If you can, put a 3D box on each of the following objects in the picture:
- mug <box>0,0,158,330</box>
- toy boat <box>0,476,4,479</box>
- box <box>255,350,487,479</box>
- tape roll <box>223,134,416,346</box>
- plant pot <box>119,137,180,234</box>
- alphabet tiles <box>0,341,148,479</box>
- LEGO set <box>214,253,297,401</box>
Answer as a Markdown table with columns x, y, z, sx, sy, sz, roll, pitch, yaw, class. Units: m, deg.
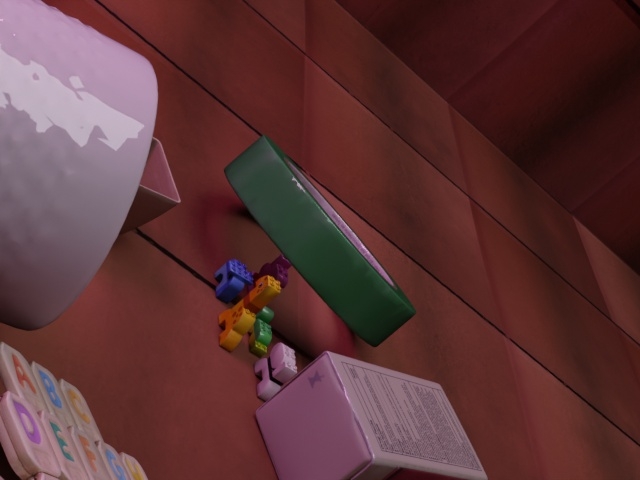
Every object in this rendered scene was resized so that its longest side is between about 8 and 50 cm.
| x | y | z | sx | sy | sz | roll | pitch | yaw | class |
| --- | --- | --- | --- | --- | --- | --- | --- | --- | --- |
| -0.349 | -0.142 | 0.999 | 0.328 | 0.276 | 0.374 | 25 | 45 | -30 | mug |
| -0.297 | 0.239 | 0.705 | 0.318 | 0.148 | 0.267 | 36 | 29 | -45 | toy boat |
| 0.061 | 0.241 | 1.331 | 0.232 | 0.127 | 0.148 | 22 | 34 | -46 | box |
| 0.000 | 0.000 | 1.555 | 0.321 | 0.077 | 0.321 | 49 | 5 | -5 | tape roll |
| -0.244 | -0.069 | 1.325 | 0.109 | 0.096 | 0.109 | 25 | 33 | -44 | plant pot |
| -0.176 | 0.215 | 0.930 | 0.278 | 0.021 | 0.284 | 59 | 0 | 25 | alphabet tiles |
| -0.071 | 0.076 | 1.405 | 0.087 | 0.093 | 0.227 | 34 | 26 | -29 | LEGO set |
